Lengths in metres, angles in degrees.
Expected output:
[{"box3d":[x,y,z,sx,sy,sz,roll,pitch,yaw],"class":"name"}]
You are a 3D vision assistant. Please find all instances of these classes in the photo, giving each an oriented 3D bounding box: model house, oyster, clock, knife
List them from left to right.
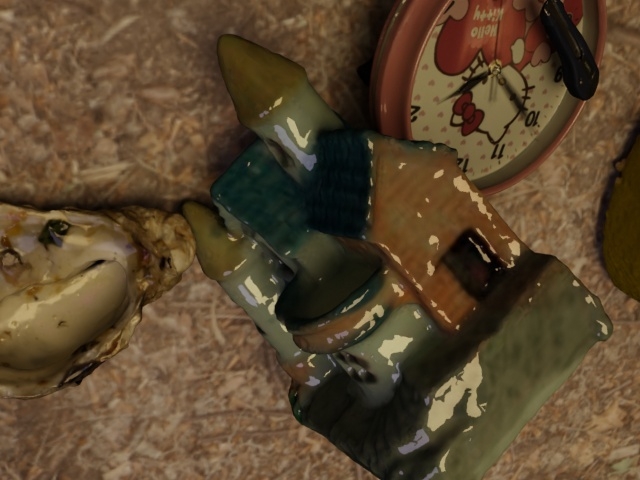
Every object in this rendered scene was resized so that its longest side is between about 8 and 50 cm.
[{"box3d":[-0.253,0.027,0.742,0.294,0.094,0.166,14,92,-15],"class":"oyster"},{"box3d":[0.000,0.000,0.733,0.194,0.267,0.325,-44,111,-13],"class":"model house"},{"box3d":[0.142,-0.146,0.813,0.244,0.056,0.245,-21,128,-29],"class":"clock"},{"box3d":[0.203,-0.158,0.803,0.031,0.018,0.121,-50,135,-4],"class":"knife"}]

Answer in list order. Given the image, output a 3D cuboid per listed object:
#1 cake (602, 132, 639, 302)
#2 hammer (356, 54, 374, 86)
[{"box3d":[0.388,-0.035,0.931,0.179,0.156,0.261,-3,113,-28],"class":"cake"},{"box3d":[0.098,-0.208,0.799,0.078,0.021,0.201,28,101,-30],"class":"hammer"}]
